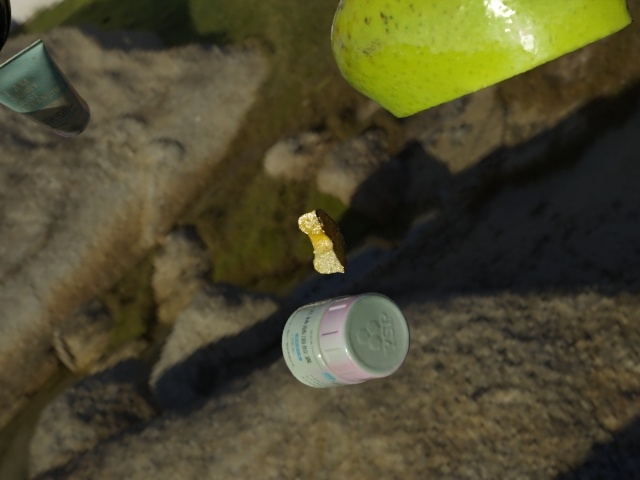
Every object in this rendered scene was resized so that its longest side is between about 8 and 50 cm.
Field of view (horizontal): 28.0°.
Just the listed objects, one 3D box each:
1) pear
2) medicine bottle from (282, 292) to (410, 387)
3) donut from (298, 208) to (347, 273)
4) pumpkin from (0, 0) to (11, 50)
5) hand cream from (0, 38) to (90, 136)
[{"bbox_3d":[0.132,-0.222,1.152,0.292,0.159,0.292,-28,9,5],"label":"pear"},{"bbox_3d":[0.037,0.147,1.887,0.168,0.135,0.135,-16,31,54],"label":"medicine bottle"},{"bbox_3d":[0.000,0.000,1.663,0.038,0.083,0.067,-14,56,26],"label":"donut"},{"bbox_3d":[-0.510,-0.327,1.610,0.248,0.248,0.248,-34,21,15],"label":"pumpkin"},{"bbox_3d":[-0.390,-0.208,1.801,0.111,0.070,0.312,-31,-7,1],"label":"hand cream"}]
